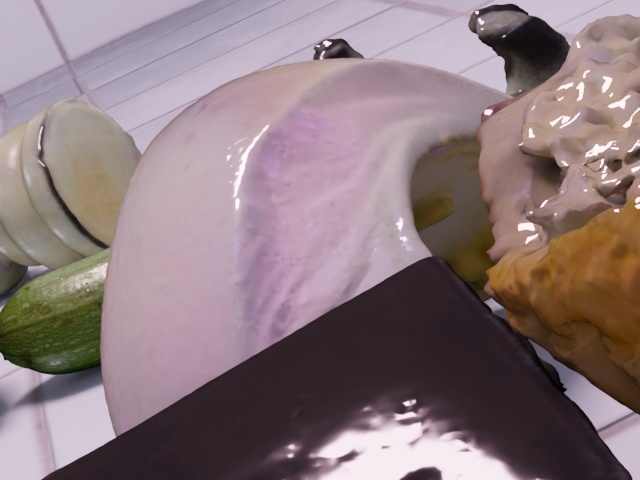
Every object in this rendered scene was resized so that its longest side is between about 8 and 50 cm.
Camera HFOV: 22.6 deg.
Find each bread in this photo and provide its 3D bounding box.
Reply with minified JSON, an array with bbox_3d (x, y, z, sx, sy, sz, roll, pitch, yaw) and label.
[{"bbox_3d":[0.184,-0.011,0.528,0.274,0.149,0.274,-18,16,5],"label":"bread"}]

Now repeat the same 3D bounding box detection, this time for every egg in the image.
[{"bbox_3d":[-0.016,0.009,0.711,0.206,0.162,0.271,-26,8,34],"label":"egg"}]

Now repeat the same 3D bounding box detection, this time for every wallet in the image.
[{"bbox_3d":[-0.077,0.138,0.494,0.377,0.051,0.197,-32,31,-4],"label":"wallet"}]

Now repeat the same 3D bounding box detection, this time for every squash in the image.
[{"bbox_3d":[-0.102,0.027,1.007,0.219,0.068,0.077,-24,10,-2],"label":"squash"}]

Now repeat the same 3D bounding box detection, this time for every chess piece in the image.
[{"bbox_3d":[-0.266,-0.010,1.295,0.243,0.133,0.133,-23,14,28],"label":"chess piece"}]

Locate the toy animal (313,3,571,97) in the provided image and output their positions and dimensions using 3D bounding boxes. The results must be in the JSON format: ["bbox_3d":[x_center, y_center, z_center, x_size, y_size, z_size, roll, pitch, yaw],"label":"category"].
[{"bbox_3d":[0.065,-0.050,0.864,0.225,0.121,0.094,-10,41,2],"label":"toy animal"}]
